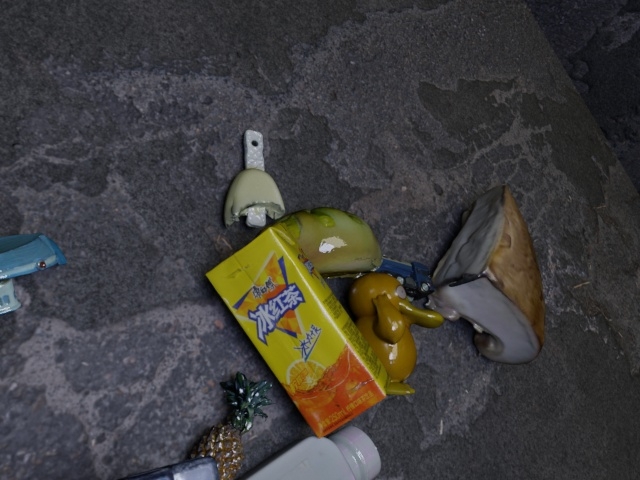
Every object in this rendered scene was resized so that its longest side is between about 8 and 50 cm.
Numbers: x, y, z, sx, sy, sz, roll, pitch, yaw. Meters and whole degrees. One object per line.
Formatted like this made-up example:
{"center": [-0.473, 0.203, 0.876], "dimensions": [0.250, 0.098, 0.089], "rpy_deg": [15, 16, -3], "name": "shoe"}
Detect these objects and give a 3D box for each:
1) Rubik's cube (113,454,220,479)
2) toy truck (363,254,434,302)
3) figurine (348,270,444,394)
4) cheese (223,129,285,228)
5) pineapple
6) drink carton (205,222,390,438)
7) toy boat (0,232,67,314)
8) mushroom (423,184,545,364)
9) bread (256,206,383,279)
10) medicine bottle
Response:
{"center": [-0.274, 0.439, 0.661], "dimensions": [0.293, 0.292, 0.287], "rpy_deg": [0, 68, -40], "name": "Rubik's cube"}
{"center": [0.160, 0.081, 1.293], "dimensions": [0.201, 0.074, 0.088], "rpy_deg": [15, 54, -31], "name": "toy truck"}
{"center": [0.127, 0.188, 1.154], "dimensions": [0.215, 0.215, 0.228], "rpy_deg": [29, 80, -24], "name": "figurine"}
{"center": [-0.137, -0.126, 1.166], "dimensions": [0.127, 0.050, 0.235], "rpy_deg": [8, 60, -27], "name": "cheese"}
{"center": [-0.157, 0.320, 0.940], "dimensions": [0.083, 0.103, 0.221], "rpy_deg": [46, 54, -26], "name": "pineapple"}
{"center": [-0.034, 0.153, 1.025], "dimensions": [0.351, 0.154, 0.111], "rpy_deg": [55, 11, 2], "name": "drink carton"}
{"center": [-0.476, 0.056, 0.828], "dimensions": [0.215, 0.088, 0.102], "rpy_deg": [-23, 120, -41], "name": "toy boat"}
{"center": [0.455, 0.061, 1.418], "dimensions": [0.313, 0.224, 0.397], "rpy_deg": [40, 51, -14], "name": "mushroom"}
{"center": [0.014, -0.002, 1.156], "dimensions": [0.260, 0.156, 0.158], "rpy_deg": [1, 72, -37], "name": "bread"}
{"center": [-0.032, 0.432, 0.973], "dimensions": [0.296, 0.111, 0.161], "rpy_deg": [-23, 81, -39], "name": "medicine bottle"}
